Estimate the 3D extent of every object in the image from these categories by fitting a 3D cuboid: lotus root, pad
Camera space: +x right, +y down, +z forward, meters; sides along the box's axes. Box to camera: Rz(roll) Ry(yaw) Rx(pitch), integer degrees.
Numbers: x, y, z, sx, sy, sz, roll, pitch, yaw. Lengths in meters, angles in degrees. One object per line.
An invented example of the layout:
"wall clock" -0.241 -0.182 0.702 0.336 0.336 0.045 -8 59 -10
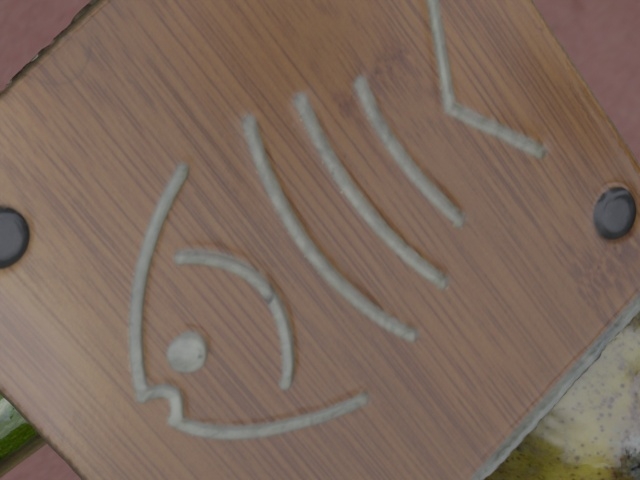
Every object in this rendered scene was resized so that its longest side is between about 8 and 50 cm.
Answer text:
"lotus root" 0.117 0.065 0.983 0.154 0.154 0.278 -27 49 -30
"pad" 0.000 0.000 0.824 0.284 0.018 0.286 -46 117 -14

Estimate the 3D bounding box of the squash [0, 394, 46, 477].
"squash" -0.215 0.125 1.047 0.229 0.066 0.066 -37 89 12
